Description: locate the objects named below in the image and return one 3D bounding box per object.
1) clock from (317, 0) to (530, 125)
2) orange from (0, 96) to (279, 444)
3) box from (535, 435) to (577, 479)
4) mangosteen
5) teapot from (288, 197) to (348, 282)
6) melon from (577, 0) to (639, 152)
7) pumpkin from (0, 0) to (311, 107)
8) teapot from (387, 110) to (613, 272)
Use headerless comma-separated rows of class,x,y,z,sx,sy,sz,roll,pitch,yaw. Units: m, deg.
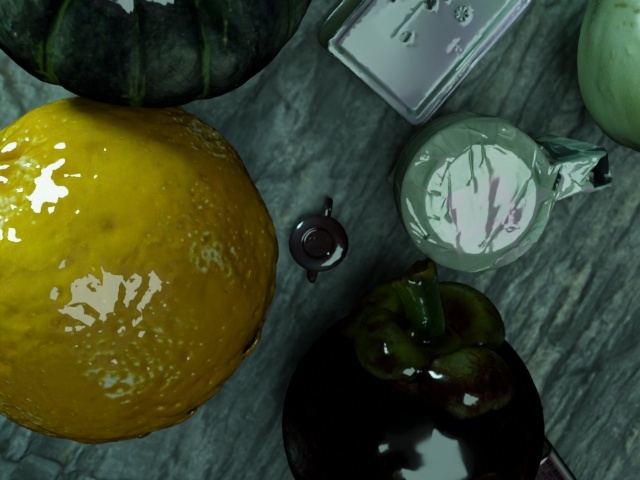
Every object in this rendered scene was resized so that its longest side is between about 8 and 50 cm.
clock,0.111,-0.240,1.124,0.147,0.071,0.192,38,97,-21
orange,-0.218,0.018,0.998,0.340,0.340,0.293,-44,130,5
box,0.307,0.330,1.341,0.069,0.120,0.224,-34,114,4
mangosteen,0.114,0.196,1.148,0.297,0.313,0.297,13,64,-27
teapot,0.000,0.000,1.199,0.067,0.045,0.100,13,88,6
melon,0.404,-0.216,1.103,0.271,0.272,0.308,32,67,-20
pumpkin,-0.159,-0.271,0.934,0.323,0.241,0.323,6,64,-13
teapot,0.179,-0.082,1.144,0.221,0.178,0.163,-37,107,5
